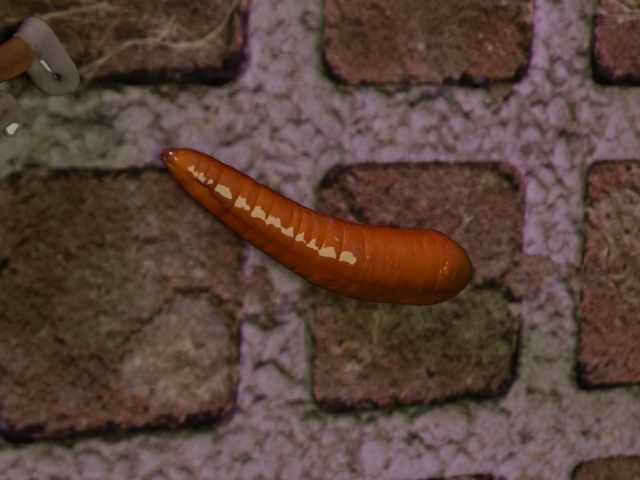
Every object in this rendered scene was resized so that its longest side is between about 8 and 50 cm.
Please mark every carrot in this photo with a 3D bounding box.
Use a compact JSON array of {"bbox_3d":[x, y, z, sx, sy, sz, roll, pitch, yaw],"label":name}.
[{"bbox_3d":[0.000,0.000,1.335,0.271,0.062,0.066,15,123,-27],"label":"carrot"}]

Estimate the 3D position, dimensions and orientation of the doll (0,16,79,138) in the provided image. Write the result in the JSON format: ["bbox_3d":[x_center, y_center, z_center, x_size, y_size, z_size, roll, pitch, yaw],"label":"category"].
[{"bbox_3d":[-0.251,-0.109,1.138,0.217,0.085,0.183,-46,119,-38],"label":"doll"}]
